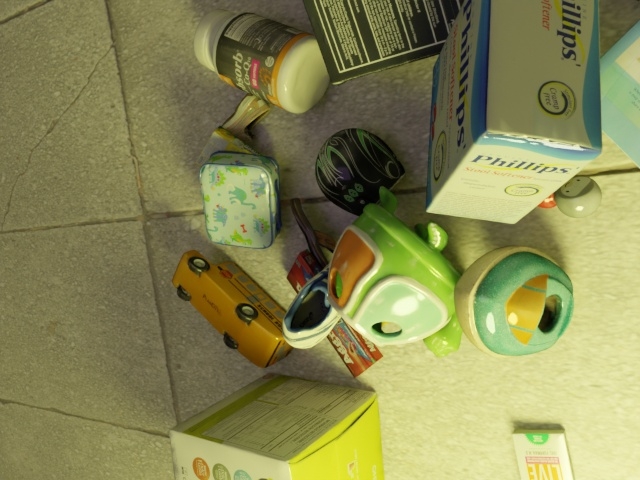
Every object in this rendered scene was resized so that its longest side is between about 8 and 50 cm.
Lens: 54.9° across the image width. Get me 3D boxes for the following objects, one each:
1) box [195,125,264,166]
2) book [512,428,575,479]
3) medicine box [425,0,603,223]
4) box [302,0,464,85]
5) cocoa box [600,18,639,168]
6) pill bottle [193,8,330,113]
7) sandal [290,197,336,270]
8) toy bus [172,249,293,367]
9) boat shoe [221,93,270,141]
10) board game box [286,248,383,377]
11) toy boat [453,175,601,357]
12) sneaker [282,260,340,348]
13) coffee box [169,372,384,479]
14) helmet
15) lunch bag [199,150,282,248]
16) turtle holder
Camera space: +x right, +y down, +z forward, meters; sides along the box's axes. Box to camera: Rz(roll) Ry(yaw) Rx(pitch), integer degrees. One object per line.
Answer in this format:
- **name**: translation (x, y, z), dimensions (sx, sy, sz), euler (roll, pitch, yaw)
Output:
- **box**: translation (-0.188, -0.172, 1.430), dimensions (0.179, 0.043, 0.105), euler (36, 122, -8)
- **book**: translation (0.428, 0.430, 1.167), dimensions (0.096, 0.035, 0.144), euler (-12, 92, 33)
- **medicine box**: translation (0.255, -0.194, 0.859), dimensions (0.149, 0.289, 0.263), euler (6, 74, -1)
- **box**: translation (0.130, -0.459, 1.047), dimensions (0.294, 0.183, 0.296), euler (-5, 116, 37)
- **cocoa box**: translation (0.553, -0.161, 0.819), dimensions (0.347, 0.228, 0.231), euler (51, 124, 15)
- **pill bottle**: translation (-0.125, -0.385, 1.298), dimensions (0.278, 0.162, 0.162), euler (29, 116, 28)
- **sandal**: translation (0.000, 0.000, 1.354), dimensions (0.060, 0.090, 0.219), euler (-26, 87, -5)
- **toy bus**: translation (-0.209, 0.156, 1.497), dimensions (0.333, 0.130, 0.108), euler (40, 121, 22)
- **boat shoe**: translation (-0.185, -0.256, 1.433), dimensions (0.072, 0.068, 0.190), euler (46, 123, 5)
- **board game box**: translation (0.024, 0.164, 1.358), dimensions (0.281, 0.027, 0.145), euler (54, 154, 13)
- **toy boat**: translation (0.347, 0.045, 1.002), dimensions (0.148, 0.268, 0.318), euler (20, 100, 50)
- **sneaker**: translation (0.036, 0.094, 1.234), dimensions (0.112, 0.131, 0.296), euler (36, 80, 13)
- **coffee box**: translation (-0.079, 0.528, 1.357), dimensions (0.335, 0.338, 0.337), euler (1, 101, 35)
- **helmet**: translation (0.068, -0.141, 1.225), dimensions (0.161, 0.169, 0.169), euler (44, 123, 0)
- **lunch bag**: translation (-0.175, -0.089, 1.399), dimensions (0.176, 0.090, 0.218), euler (5, 121, 11)
- **turtle holder**: translation (0.150, 0.078, 1.147), dimensions (0.227, 0.320, 0.243), euler (-50, 57, 2)
